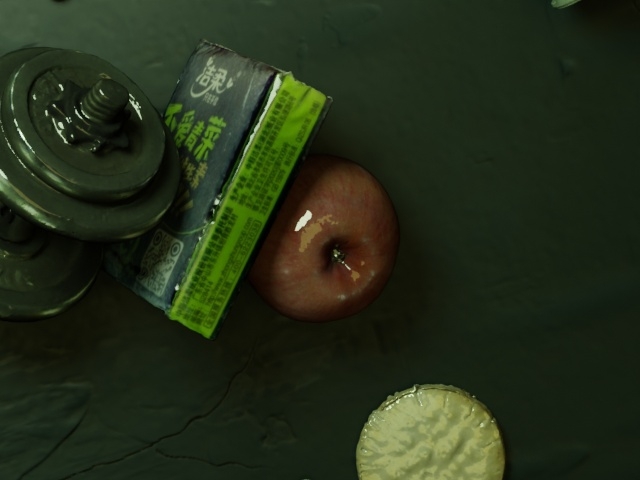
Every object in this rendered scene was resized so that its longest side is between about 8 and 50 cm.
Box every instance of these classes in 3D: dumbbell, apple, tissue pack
[{"bbox_3d":[-0.239,-0.046,1.507,0.192,0.192,0.290,38,134,-9],"label":"dumbbell"},{"bbox_3d":[0.000,0.000,1.598,0.153,0.120,0.153,-5,104,-19],"label":"apple"},{"bbox_3d":[-0.099,-0.049,1.560,0.073,0.173,0.235,25,91,-34],"label":"tissue pack"}]

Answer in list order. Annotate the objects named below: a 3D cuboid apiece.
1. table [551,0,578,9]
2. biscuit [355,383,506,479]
[{"bbox_3d":[0.211,-0.332,1.597,0.126,0.126,0.220,-32,99,-3],"label":"table"},{"bbox_3d":[0.106,0.209,1.685,0.152,0.020,0.152,-1,96,-7],"label":"biscuit"}]
